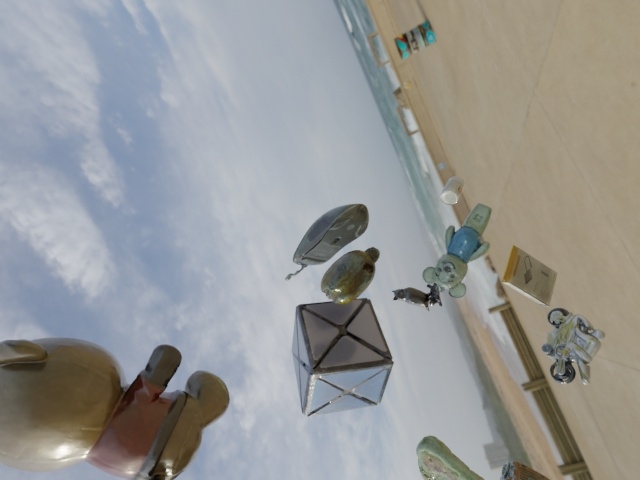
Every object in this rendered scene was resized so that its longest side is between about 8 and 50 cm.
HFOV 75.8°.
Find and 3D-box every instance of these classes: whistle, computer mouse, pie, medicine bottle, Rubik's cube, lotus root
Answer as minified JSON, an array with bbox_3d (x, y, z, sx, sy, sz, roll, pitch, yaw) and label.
[{"bbox_3d":[0.340,0.021,0.989,0.114,0.235,0.077,31,-172,30],"label":"whistle"},{"bbox_3d":[0.000,0.000,1.330,0.167,0.379,0.090,19,-145,-50],"label":"computer mouse"},{"bbox_3d":[0.313,0.544,0.913,0.240,0.054,0.240,36,146,30],"label":"pie"},{"bbox_3d":[0.424,-0.160,1.317,0.089,0.057,0.057,-53,-55,-39],"label":"medicine bottle"},{"bbox_3d":[0.057,0.354,1.275,0.254,0.259,0.260,-109,22,-47],"label":"Rubik's cube"},{"bbox_3d":[0.088,0.089,1.123,0.113,0.192,0.088,47,171,-2],"label":"lotus root"}]

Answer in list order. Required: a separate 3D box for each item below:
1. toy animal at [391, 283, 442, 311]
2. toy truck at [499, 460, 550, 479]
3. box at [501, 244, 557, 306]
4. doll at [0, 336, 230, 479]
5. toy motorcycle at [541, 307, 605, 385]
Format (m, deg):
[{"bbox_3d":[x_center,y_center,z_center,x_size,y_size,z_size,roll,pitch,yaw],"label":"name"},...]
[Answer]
[{"bbox_3d":[0.416,0.250,1.787,0.121,0.210,0.117,-77,-18,-54],"label":"toy animal"},{"bbox_3d":[0.440,0.657,0.961,0.140,0.108,0.256,-36,-35,-57],"label":"toy truck"},{"bbox_3d":[0.695,0.118,1.375,0.247,0.033,0.129,28,-103,-23],"label":"box"},{"bbox_3d":[-0.302,0.250,0.573,0.330,0.235,0.174,27,-149,-20],"label":"doll"},{"bbox_3d":[0.708,0.287,1.143,0.074,0.151,0.228,37,-127,-30],"label":"toy motorcycle"}]
